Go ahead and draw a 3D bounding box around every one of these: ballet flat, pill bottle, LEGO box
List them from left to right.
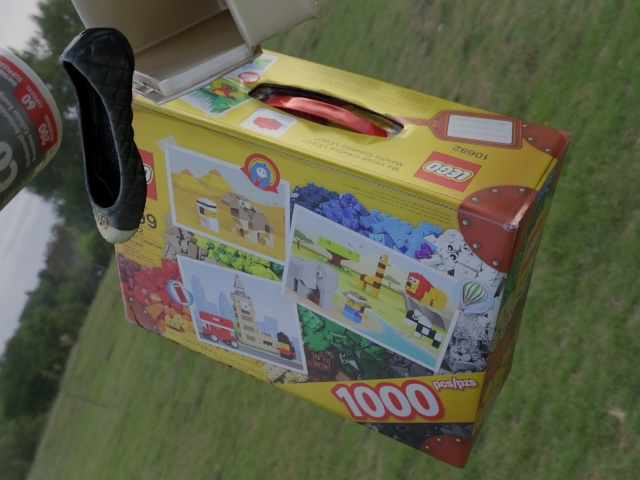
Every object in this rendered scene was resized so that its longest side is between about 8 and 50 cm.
[{"bbox_3d":[-0.393,-0.061,0.830,0.161,0.161,0.283,-55,6,45],"label":"pill bottle"},{"bbox_3d":[-0.154,-0.067,0.594,0.049,0.057,0.173,-38,-35,-40],"label":"ballet flat"},{"bbox_3d":[0.000,0.000,1.035,0.193,0.500,0.372,-48,-30,-44],"label":"LEGO box"}]

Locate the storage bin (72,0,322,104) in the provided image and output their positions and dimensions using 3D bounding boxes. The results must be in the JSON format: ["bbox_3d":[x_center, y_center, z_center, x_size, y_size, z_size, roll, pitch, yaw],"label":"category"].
[{"bbox_3d":[-0.130,-0.241,0.563,0.123,0.262,0.260,-28,22,-11],"label":"storage bin"}]
